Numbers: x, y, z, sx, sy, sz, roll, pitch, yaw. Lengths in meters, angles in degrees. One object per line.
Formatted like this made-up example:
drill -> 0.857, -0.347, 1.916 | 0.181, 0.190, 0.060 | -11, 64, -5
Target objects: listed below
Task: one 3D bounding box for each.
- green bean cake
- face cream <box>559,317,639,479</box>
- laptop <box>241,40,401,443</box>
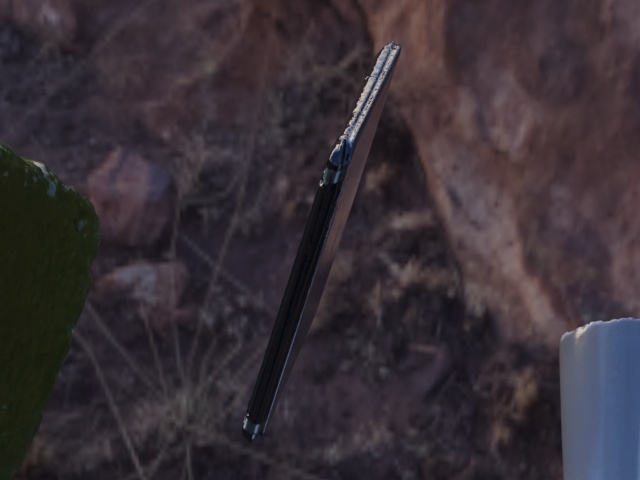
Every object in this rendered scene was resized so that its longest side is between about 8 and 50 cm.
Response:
green bean cake -> -0.286, 0.039, 1.116 | 0.156, 0.250, 0.246 | 13, 81, 30
face cream -> 0.169, 0.178, 0.859 | 0.107, 0.073, 0.269 | 15, 63, -29
laptop -> 0.000, 0.000, 0.856 | 0.016, 0.180, 0.129 | 20, 33, 2
